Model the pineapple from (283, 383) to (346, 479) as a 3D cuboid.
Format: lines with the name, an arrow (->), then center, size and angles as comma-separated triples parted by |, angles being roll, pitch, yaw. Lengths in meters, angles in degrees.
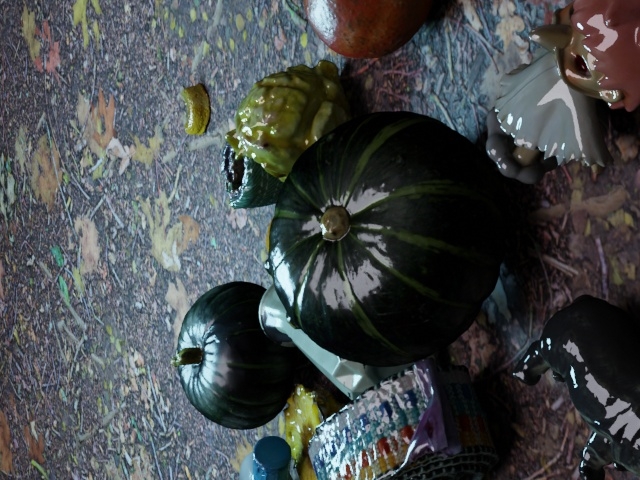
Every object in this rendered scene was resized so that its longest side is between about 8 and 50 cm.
pineapple -> 0.010, 0.319, 2.232 | 0.225, 0.076, 0.225 | 169, 90, -70

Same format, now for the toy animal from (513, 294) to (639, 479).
toy animal -> 0.357, 0.204, 1.543 | 0.343, 0.106, 0.168 | 46, 128, 40

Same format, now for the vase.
vase -> 0.030, 0.132, 2.085 | 0.360, 0.165, 0.165 | -163, 68, -63

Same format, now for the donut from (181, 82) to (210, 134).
donut -> -0.229, -0.233, 2.585 | 0.067, 0.038, 0.083 | 57, 141, 34

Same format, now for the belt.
belt -> 0.119, 0.291, 1.902 | 0.295, 0.207, 0.160 | -42, 55, 40

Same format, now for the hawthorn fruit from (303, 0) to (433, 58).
hawthorn fruit -> 0.062, -0.330, 1.890 | 0.189, 0.189, 0.189 | 23, 117, 58

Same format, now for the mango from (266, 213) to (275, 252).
mango -> -0.003, -0.005, 2.124 | 0.217, 0.141, 0.102 | 21, 148, 56

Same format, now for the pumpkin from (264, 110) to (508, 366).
pumpkin -> 0.083, -0.001, 1.800 | 0.323, 0.241, 0.323 | -18, 62, 36

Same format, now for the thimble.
thimble -> -0.102, -0.120, 2.325 | 0.135, 0.090, 0.118 | 123, 135, -53

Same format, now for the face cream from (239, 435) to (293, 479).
face cream -> -0.084, 0.432, 2.360 | 0.337, 0.080, 0.163 | 95, 153, -52

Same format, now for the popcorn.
popcorn -> -0.041, -0.164, 2.112 | 0.187, 0.185, 0.167 | 108, 162, -53

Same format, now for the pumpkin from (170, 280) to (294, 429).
pumpkin -> -0.144, 0.191, 2.347 | 0.250, 0.216, 0.250 | 4, 94, 58

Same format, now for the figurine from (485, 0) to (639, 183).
figurine -> 0.294, -0.197, 1.486 | 0.387, 0.166, 0.207 | 127, 154, -55
